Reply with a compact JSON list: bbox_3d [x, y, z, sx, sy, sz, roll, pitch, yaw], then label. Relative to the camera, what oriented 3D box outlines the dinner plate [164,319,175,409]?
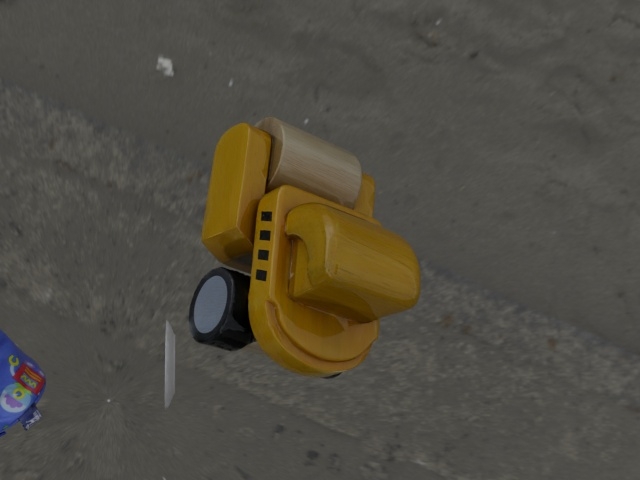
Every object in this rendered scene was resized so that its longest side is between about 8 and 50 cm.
[{"bbox_3d":[-0.237,0.195,1.815,0.017,0.141,0.141,0,82,-8],"label":"dinner plate"}]

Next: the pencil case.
[{"bbox_3d":[-0.474,0.124,1.398,0.306,0.119,0.133,46,41,-20],"label":"pencil case"}]

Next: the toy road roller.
[{"bbox_3d":[0.000,0.000,1.376,0.202,0.240,0.329,21,62,-33],"label":"toy road roller"}]
